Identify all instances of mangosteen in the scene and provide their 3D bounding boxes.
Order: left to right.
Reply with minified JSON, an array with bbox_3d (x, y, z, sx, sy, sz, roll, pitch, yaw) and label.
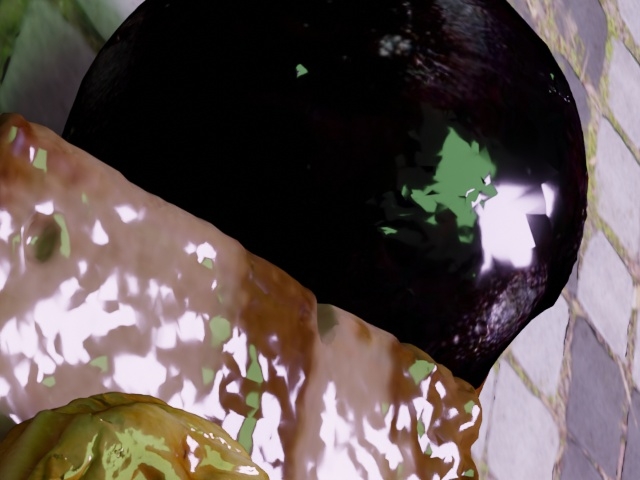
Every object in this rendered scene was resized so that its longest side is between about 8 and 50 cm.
[{"bbox_3d":[0.000,0.000,0.793,0.250,0.211,0.211,92,10,-51],"label":"mangosteen"}]

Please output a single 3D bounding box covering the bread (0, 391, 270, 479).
[{"bbox_3d":[-0.048,0.089,0.453,0.083,0.044,0.111,23,65,-39],"label":"bread"}]

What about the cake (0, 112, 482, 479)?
[{"bbox_3d":[-0.110,0.089,0.560,0.293,0.198,0.196,33,59,-42],"label":"cake"}]
